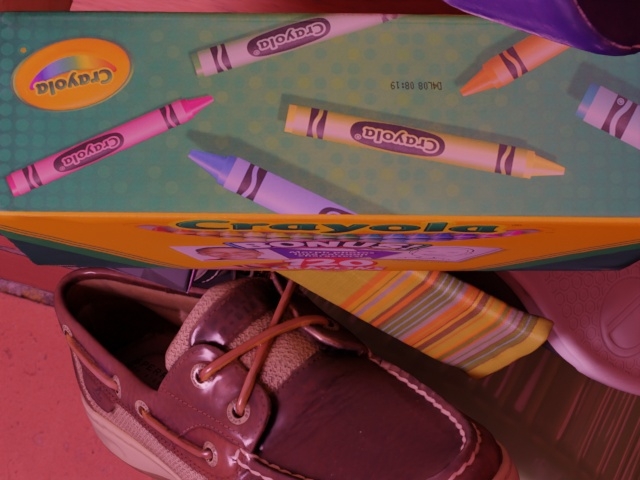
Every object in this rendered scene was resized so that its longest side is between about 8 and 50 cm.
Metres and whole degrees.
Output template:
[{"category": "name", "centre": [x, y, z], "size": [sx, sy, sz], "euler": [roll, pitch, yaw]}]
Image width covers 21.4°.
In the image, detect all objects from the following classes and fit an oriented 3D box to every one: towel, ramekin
[{"category": "towel", "centre": [0.000, 0.000, 0.856], "size": [0.237, 0.021, 0.102], "euler": [29, 159, -7]}, {"category": "ramekin", "centre": [0.096, 0.087, 1.131], "size": [0.303, 0.148, 0.303], "euler": [29, 166, 8]}]

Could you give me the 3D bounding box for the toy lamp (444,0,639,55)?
[{"category": "toy lamp", "centre": [0.138, -0.084, 0.418], "size": [0.274, 0.080, 0.080], "euler": [5, 165, 44]}]

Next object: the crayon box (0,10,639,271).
[{"category": "crayon box", "centre": [0.008, -0.036, 0.709], "size": [0.278, 0.081, 0.165], "euler": [1, 172, -2]}]

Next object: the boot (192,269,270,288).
[{"category": "boot", "centre": [-0.096, 0.003, 1.387], "size": [0.178, 0.085, 0.236], "euler": [21, 177, -36]}]

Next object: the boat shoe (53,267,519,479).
[{"category": "boat shoe", "centre": [-0.040, 0.081, 0.936], "size": [0.342, 0.123, 0.123], "euler": [18, 140, 51]}]

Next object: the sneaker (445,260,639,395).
[{"category": "sneaker", "centre": [0.087, -0.005, 0.927], "size": [0.295, 0.105, 0.147], "euler": [31, 167, -28]}]

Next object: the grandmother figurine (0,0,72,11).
[{"category": "grandmother figurine", "centre": [-0.279, -0.151, 0.731], "size": [0.342, 0.104, 0.208], "euler": [9, 159, 31]}]

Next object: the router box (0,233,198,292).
[{"category": "router box", "centre": [-0.136, -0.053, 0.953], "size": [0.178, 0.133, 0.046], "euler": [17, 134, 1]}]
